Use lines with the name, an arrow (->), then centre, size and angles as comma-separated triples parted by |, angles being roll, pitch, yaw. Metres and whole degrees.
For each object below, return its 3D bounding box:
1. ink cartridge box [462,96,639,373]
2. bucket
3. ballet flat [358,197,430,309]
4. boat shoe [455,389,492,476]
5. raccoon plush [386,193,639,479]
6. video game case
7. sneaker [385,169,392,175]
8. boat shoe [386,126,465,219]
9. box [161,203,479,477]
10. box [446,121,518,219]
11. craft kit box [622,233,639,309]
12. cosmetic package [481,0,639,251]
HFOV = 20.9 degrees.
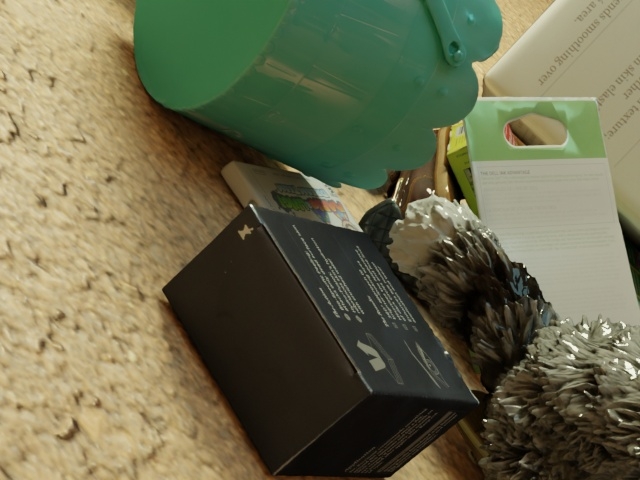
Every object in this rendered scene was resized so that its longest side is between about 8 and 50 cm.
ink cartridge box -> 0.192, -0.007, 1.536 | 0.171, 0.056, 0.235 | -3, 77, -35
bucket -> -0.008, -0.190, 1.380 | 0.183, 0.281, 0.281 | 20, 32, -36
ballet flat -> 0.102, 0.029, 1.514 | 0.173, 0.049, 0.057 | 38, 22, -25
boat shoe -> 0.154, 0.183, 1.349 | 0.153, 0.048, 0.056 | 44, 44, 10
raccoon plush -> 0.228, 0.088, 1.220 | 0.446, 0.299, 0.216 | 48, 44, 12
video game case -> 0.000, 0.000, 1.403 | 0.143, 0.019, 0.157 | 55, 21, 20
sneaker -> 0.067, -0.101, 1.676 | 0.053, 0.061, 0.152 | 48, 21, -2
boat shoe -> 0.096, -0.052, 1.619 | 0.207, 0.073, 0.073 | -66, 139, -68
box -> 0.001, 0.071, 1.160 | 0.158, 0.093, 0.156 | 14, 38, -58
box -> 0.188, -0.002, 1.624 | 0.087, 0.058, 0.232 | -70, 136, -68
craft kit box -> 0.334, 0.061, 1.928 | 0.246, 0.061, 0.250 | 46, 19, -13
cosmetic package -> 0.434, -0.158, 2.005 | 0.394, 0.329, 0.327 | 44, 3, 3
